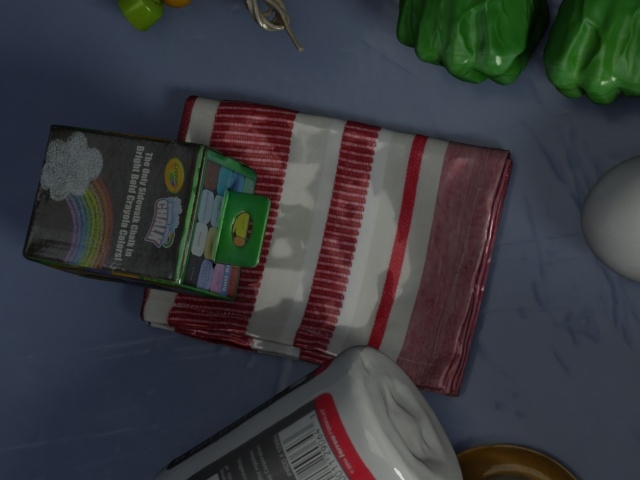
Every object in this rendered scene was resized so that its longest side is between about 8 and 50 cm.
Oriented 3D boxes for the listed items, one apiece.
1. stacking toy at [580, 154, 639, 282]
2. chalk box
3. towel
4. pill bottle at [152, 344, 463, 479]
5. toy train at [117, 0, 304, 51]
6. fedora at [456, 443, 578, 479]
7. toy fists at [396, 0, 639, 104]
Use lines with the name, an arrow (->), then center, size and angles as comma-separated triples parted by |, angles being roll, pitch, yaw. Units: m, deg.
stacking toy -> 0.448, -0.032, 1.492 | 0.480, 0.350, 0.350 | -5, 84, 34
chalk box -> -0.143, -0.021, 1.659 | 0.213, 0.132, 0.132 | 10, 85, 20
towel -> 0.000, 0.000, 1.699 | 0.329, 0.037, 0.237 | 12, 88, 16
pill bottle -> -0.045, 0.245, 1.611 | 0.318, 0.176, 0.176 | -34, 78, 17
toy train -> -0.133, -0.249, 1.726 | 0.143, 0.105, 0.248 | -33, 78, 21
fedora -> 0.155, 0.278, 1.612 | 0.194, 0.079, 0.194 | -1, 85, 14
toy fists -> 0.206, -0.201, 1.632 | 0.279, 0.096, 0.142 | 12, 79, 17
